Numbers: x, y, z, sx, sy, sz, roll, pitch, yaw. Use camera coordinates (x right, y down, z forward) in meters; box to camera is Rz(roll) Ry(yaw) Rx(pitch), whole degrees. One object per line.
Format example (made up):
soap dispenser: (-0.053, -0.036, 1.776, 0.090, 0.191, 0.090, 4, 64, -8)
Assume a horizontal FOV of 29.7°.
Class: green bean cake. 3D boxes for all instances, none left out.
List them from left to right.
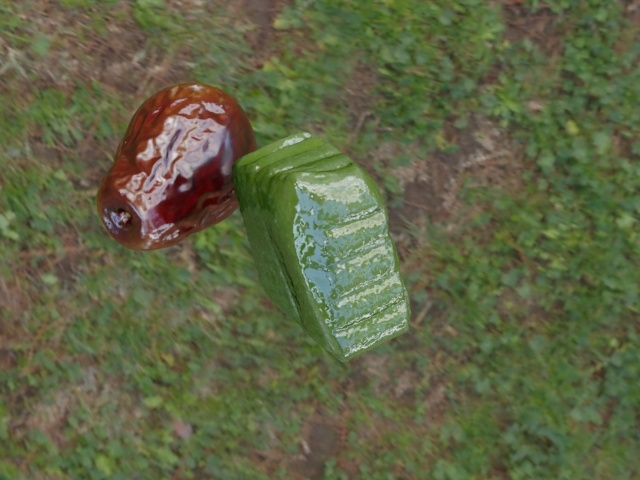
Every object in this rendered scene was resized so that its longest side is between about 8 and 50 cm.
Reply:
green bean cake: (0.000, 0.000, 1.454, 0.125, 0.222, 0.248, -26, 120, -17)

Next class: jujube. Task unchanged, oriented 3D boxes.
jujube: (-0.190, -0.091, 1.579, 0.255, 0.190, 0.190, -47, 123, -42)
